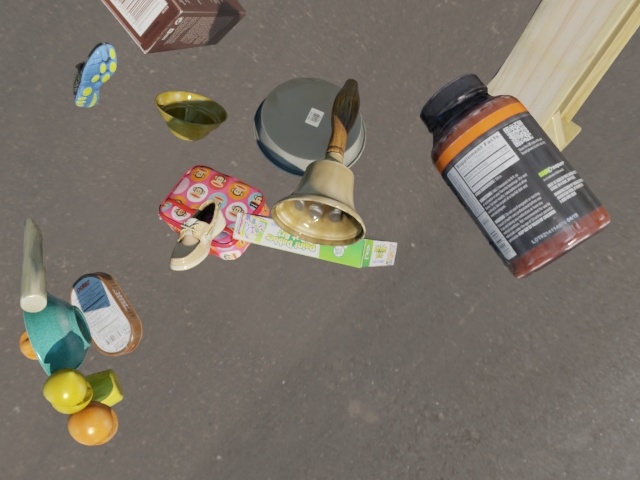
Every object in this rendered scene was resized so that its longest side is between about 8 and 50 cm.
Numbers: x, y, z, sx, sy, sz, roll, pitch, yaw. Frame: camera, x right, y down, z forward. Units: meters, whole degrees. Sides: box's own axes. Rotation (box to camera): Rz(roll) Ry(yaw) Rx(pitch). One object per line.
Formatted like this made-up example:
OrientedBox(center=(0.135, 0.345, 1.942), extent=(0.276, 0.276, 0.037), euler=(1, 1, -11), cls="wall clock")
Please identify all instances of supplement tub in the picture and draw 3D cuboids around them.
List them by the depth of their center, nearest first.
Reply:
OrientedBox(center=(0.182, -0.069, 0.522), extent=(0.106, 0.106, 0.198), euler=(-35, 75, 13), cls="supplement tub")

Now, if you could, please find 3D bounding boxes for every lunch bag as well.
OrientedBox(center=(-0.327, -0.073, 1.576), extent=(0.293, 0.120, 0.258), euler=(25, 67, 20), cls="lunch bag")

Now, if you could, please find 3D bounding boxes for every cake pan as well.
OrientedBox(center=(-0.023, -0.296, 1.328), extent=(0.293, 0.054, 0.293), euler=(3, 66, -7), cls="cake pan")

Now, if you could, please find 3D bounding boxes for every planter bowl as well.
OrientedBox(center=(-0.399, -0.366, 1.602), extent=(0.217, 0.217, 0.090), euler=(24, 123, 4), cls="planter bowl")

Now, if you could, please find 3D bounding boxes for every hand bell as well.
OrientedBox(center=(0.023, -0.126, 0.727), extent=(0.126, 0.126, 0.242), euler=(11, 65, 7), cls="hand bell")

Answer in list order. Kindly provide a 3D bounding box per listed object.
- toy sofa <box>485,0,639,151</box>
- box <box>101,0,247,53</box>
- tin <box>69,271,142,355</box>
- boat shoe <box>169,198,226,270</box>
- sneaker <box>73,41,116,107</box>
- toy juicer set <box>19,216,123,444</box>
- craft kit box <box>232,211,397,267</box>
OrientedBox(center=(0.432, -0.336, 0.860), extent=(0.177, 0.150, 0.363), euler=(39, 136, 17), cls="toy sofa")
OrientedBox(center=(-0.342, -0.572, 1.242), extent=(0.143, 0.381, 0.191), euler=(-35, 100, 26), cls="box")
OrientedBox(center=(-0.449, 0.153, 1.097), extent=(0.106, 0.040, 0.190), euler=(-37, 82, 5), cls="tin")
OrientedBox(center=(-0.217, -0.014, 0.907), extent=(0.063, 0.170, 0.059), euler=(0, 123, 13), cls="boat shoe")
OrientedBox(center=(-0.503, -0.368, 1.144), extent=(0.188, 0.067, 0.078), euler=(-34, 77, 44), cls="sneaker")
OrientedBox(center=(-0.379, 0.149, 0.732), extent=(0.089, 0.209, 0.329), euler=(-21, 111, -13), cls="toy juicer set")
OrientedBox(center=(0.000, 0.000, 1.015), extent=(0.249, 0.246, 0.061), euler=(12, 96, 20), cls="craft kit box")
